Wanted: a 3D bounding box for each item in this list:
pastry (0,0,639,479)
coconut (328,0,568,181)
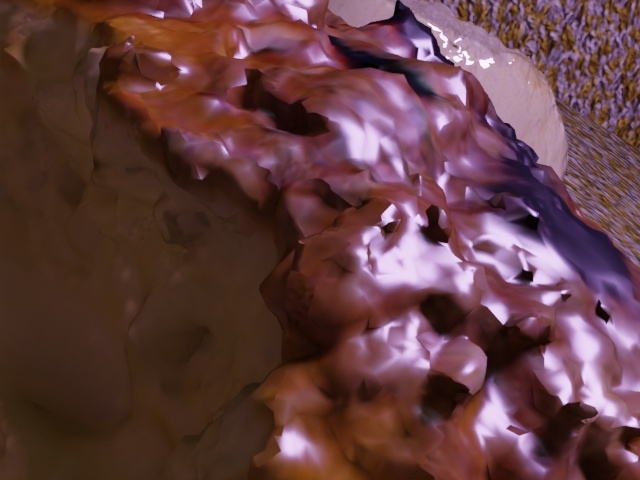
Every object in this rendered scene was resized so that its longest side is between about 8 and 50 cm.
[{"bbox_3d":[-0.022,0.054,0.729,0.405,0.292,0.337,39,8,38],"label":"pastry"},{"bbox_3d":[0.000,0.000,1.044,0.239,0.244,0.239,22,-11,4],"label":"coconut"}]
